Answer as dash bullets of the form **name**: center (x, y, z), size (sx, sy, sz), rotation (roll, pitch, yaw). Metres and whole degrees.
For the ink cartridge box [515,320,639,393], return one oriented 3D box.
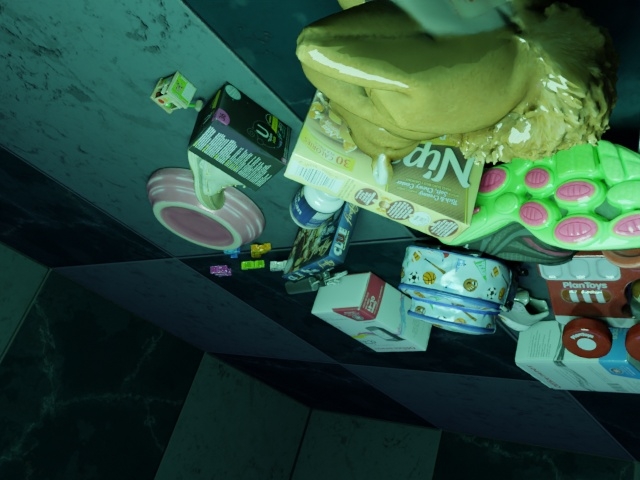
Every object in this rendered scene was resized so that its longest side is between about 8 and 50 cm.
- **ink cartridge box**: center (0.723, 0.312, 1.600), size (0.223, 0.129, 0.307), rotation (34, 151, -31)

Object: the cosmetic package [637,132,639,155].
- **cosmetic package**: center (0.502, -0.171, 0.809), size (0.117, 0.085, 0.231), rotation (5, 151, 28)

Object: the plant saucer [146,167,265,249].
- **plant saucer**: center (-0.317, -0.068, 1.598), size (0.332, 0.084, 0.332), rotation (16, 155, 8)

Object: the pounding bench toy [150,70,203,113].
- **pounding bench toy**: center (-0.280, -0.280, 1.169), size (0.065, 0.052, 0.083), rotation (-5, 147, 41)

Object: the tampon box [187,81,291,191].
- **tampon box**: center (-0.152, -0.197, 1.141), size (0.161, 0.120, 0.101), rotation (32, 131, -28)

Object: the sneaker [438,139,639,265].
- **sneaker**: center (0.397, -0.053, 1.015), size (0.202, 0.185, 0.483), rotation (16, 176, -23)

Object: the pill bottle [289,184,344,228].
- **pill bottle**: center (-0.001, -0.094, 1.307), size (0.094, 0.094, 0.169), rotation (24, 154, -12)

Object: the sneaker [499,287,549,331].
- **sneaker**: center (0.459, 0.146, 1.506), size (0.263, 0.099, 0.121), rotation (17, 149, -15)

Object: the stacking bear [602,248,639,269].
- **stacking bear**: center (0.644, 0.000, 0.991), size (0.289, 0.175, 0.164), rotation (13, 159, -6)

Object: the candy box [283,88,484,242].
- **candy box**: center (0.117, -0.142, 1.018), size (0.317, 0.182, 0.087), rotation (22, 156, -7)

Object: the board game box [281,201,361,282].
- **board game box**: center (0.000, 0.000, 1.419), size (0.042, 0.165, 0.243), rotation (28, 153, -20)

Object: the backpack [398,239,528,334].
- **backpack**: center (0.294, 0.095, 1.313), size (0.277, 0.213, 0.263), rotation (4, 166, 28)

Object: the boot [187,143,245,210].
- **boot**: center (-0.204, -0.139, 1.359), size (0.165, 0.077, 0.213), rotation (10, 140, 13)

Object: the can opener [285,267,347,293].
- **can opener**: center (-0.019, 0.109, 1.786), size (0.074, 0.093, 0.280), rotation (-20, 178, -33)

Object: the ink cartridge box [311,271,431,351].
- **ink cartridge box**: center (0.162, 0.225, 1.814), size (0.306, 0.131, 0.226), rotation (35, 151, -29)

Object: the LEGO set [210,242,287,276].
- **LEGO set**: center (-0.209, 0.056, 1.758), size (0.227, 0.087, 0.093), rotation (-3, 166, -7)

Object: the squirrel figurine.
- **squirrel figurine**: center (0.167, -0.193, 0.792), size (0.397, 0.281, 0.370), rotation (22, 162, 0)

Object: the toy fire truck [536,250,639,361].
- **toy fire truck**: center (0.625, 0.111, 1.242), size (0.302, 0.169, 0.253), rotation (-2, 130, 35)
